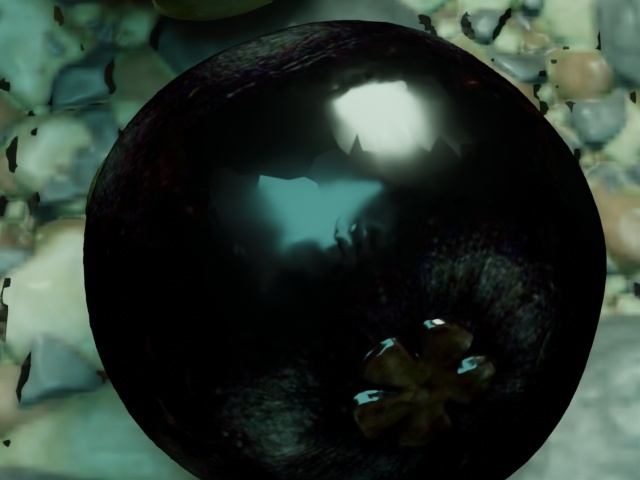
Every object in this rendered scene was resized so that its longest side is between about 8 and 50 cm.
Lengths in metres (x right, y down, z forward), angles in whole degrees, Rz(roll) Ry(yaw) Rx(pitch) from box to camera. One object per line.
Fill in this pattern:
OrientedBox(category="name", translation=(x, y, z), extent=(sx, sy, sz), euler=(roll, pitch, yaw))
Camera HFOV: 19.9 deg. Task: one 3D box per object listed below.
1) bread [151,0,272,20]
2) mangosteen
OrientedBox(category="bread", translation=(-0.025, -0.126, 0.545), extent=(0.156, 0.103, 0.110), euler=(-8, 60, 6))
OrientedBox(category="mangosteen", translation=(0.000, 0.000, 0.485), extent=(0.137, 0.137, 0.151), euler=(-28, 32, -10))
